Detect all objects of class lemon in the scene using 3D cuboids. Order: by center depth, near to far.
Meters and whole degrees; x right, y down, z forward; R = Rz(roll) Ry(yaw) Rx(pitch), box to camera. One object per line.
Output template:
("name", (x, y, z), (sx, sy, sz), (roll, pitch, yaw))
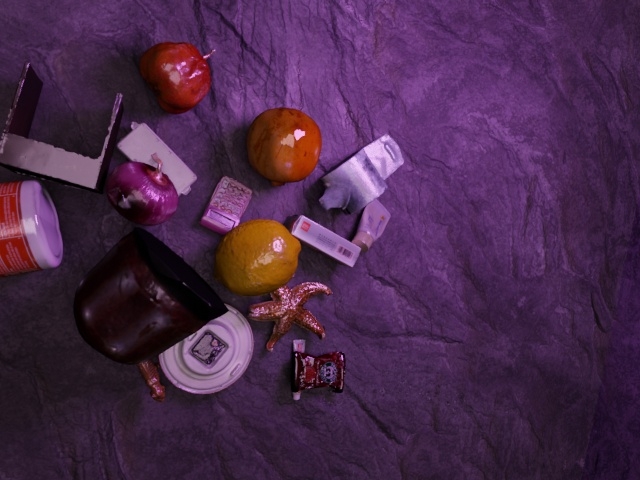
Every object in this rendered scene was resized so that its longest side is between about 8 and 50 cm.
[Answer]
("lemon", (-0.214, 0.058, 1.454), (0.310, 0.253, 0.254), (-19, 100, 5))

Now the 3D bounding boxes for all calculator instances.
("calculator", (-0.319, -0.115, 1.523), (0.126, 0.034, 0.191), (27, 78, -19))

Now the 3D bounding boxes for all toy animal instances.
("toy animal", (-0.553, 0.402, 1.427), (0.056, 0.099, 0.241), (-24, 102, -18))

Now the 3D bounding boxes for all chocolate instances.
("chocolate", (-0.519, 0.190, 1.296), (0.331, 0.383, 0.384), (-46, 107, -9))

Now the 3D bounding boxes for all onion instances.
("onion", (-0.540, -0.135, 1.342), (0.200, 0.200, 0.208), (-30, 120, -16))

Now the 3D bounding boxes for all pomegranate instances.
("pomegranate", (-0.125, -0.306, 1.468), (0.264, 0.264, 0.265), (-1, 93, -20))

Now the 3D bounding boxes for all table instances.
("table", (-0.728, -0.306, 1.278), (0.250, 0.196, 0.282), (14, 86, -20))

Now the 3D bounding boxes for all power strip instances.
("power strip", (-0.523, -0.252, 1.430), (0.118, 0.046, 0.270), (-46, 108, -9))

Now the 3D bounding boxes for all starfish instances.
("starfish", (-0.104, 0.259, 1.586), (0.303, 0.113, 0.312), (37, 78, -18))

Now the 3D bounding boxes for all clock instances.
("clock", (-0.381, 0.359, 1.500), (0.318, 0.080, 0.319), (-1, 94, -21))

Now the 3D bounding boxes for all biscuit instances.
("biscuit", (-0.009, 0.486, 1.647), (0.235, 0.063, 0.152), (9, 84, -28))

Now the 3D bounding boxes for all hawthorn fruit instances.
("hawthorn fruit", (-0.420, -0.524, 1.383), (0.243, 0.207, 0.207), (-41, 106, -18))

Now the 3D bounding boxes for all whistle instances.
("whistle", (0.152, -0.242, 1.640), (0.168, 0.188, 0.405), (55, 42, -10))

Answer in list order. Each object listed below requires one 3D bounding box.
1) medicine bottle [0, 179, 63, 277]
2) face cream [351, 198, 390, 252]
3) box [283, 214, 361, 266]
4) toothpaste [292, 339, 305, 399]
("medicine bottle", (-0.861, -0.027, 1.206), (0.240, 0.252, 0.253), (-10, 97, -20))
("face cream", (0.193, -0.060, 1.682), (0.114, 0.070, 0.224), (44, 56, -17))
("box", (0.000, 0.000, 1.596), (0.269, 0.135, 0.079), (29, 82, -21))
("toothpaste", (-0.084, 0.475, 1.646), (0.052, 0.033, 0.218), (4, 88, -29))
